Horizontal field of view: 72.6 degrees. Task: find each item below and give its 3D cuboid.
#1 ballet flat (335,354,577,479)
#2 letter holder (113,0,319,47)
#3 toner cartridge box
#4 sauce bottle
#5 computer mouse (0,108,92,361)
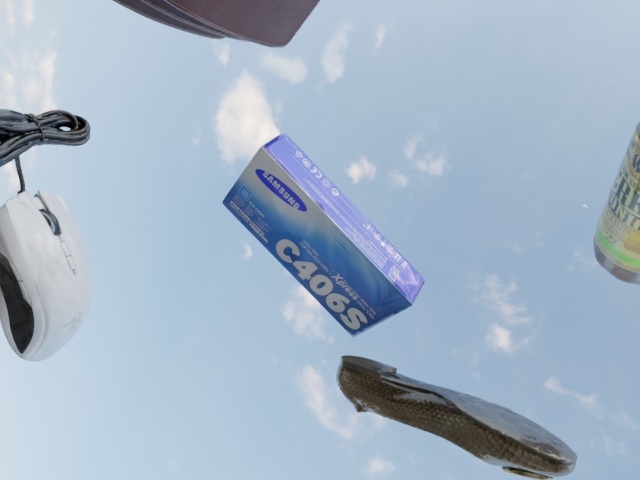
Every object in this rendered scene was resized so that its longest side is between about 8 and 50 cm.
[{"bbox_3d":[0.116,0.180,0.442,0.249,0.084,0.058,11,-94,38],"label":"ballet flat"},{"bbox_3d":[-0.179,-0.398,0.688,0.214,0.301,0.152,-45,-108,27],"label":"letter holder"},{"bbox_3d":[0.000,0.000,0.759,0.348,0.075,0.165,46,-47,-2],"label":"toner cartridge box"},{"bbox_3d":[0.373,-0.082,0.445,0.111,0.345,0.112,-9,-130,12],"label":"sauce bottle"},{"bbox_3d":[-0.207,-0.001,0.332,0.042,0.106,0.193,0,-76,10],"label":"computer mouse"}]
